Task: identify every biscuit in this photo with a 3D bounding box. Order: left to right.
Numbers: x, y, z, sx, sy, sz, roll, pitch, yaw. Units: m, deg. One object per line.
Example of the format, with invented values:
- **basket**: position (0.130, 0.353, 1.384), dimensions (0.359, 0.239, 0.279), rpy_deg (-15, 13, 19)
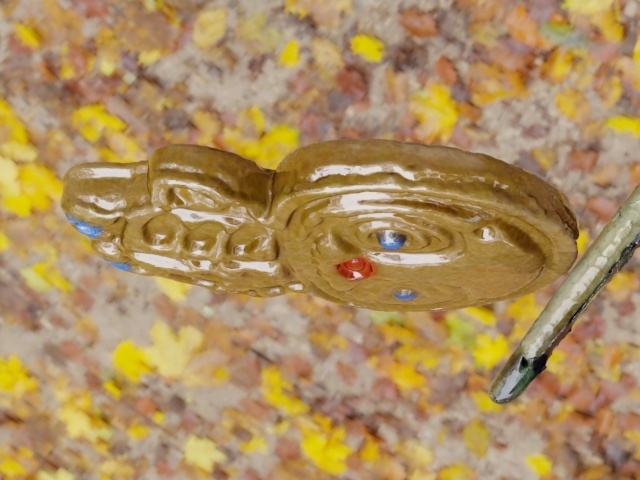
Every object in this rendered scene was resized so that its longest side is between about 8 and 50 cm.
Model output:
- **biscuit**: position (0.000, 0.000, 0.470), dimensions (0.175, 0.026, 0.124), rpy_deg (2, 159, 11)

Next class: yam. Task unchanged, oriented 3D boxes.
- **yam**: position (0.091, 0.015, 0.469), dimensions (0.014, 0.014, 0.107), rpy_deg (35, 103, -2)
